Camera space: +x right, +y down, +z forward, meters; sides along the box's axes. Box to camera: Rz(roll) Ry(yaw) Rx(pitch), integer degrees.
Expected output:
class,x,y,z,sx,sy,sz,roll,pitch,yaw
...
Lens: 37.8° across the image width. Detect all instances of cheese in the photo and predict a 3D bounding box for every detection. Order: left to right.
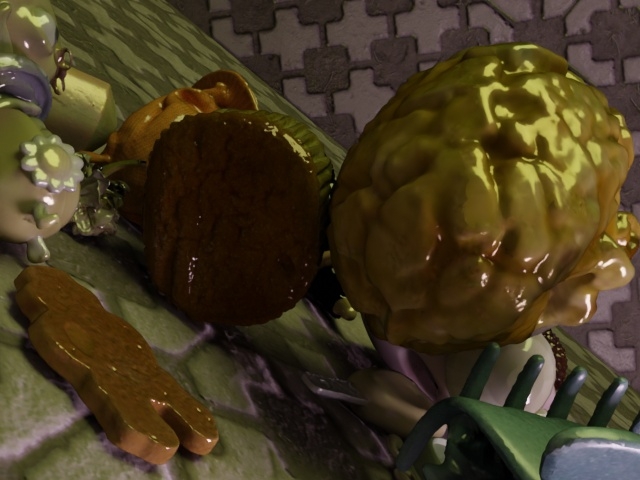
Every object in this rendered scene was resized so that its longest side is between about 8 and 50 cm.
class,x,y,z,sx,sy,sz,roll,pitch,yaw
cheese,0.062,0.204,1.209,0.251,0.054,0.127,24,16,-48

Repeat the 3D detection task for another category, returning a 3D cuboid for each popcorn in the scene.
class,x,y,z,sx,sy,sz,roll,pitch,yaw
popcorn,0.177,-0.047,1.079,0.344,0.354,0.390,-8,-7,43

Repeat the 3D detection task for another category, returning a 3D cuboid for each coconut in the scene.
class,x,y,z,sx,sy,sz,roll,pitch,yaw
coconut,-0.333,-0.172,1.261,0.122,0.116,0.116,27,16,-24

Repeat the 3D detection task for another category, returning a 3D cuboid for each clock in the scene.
class,x,y,z,sx,sy,sz,roll,pitch,yaw
clock,0.162,0.301,1.127,0.191,0.062,0.151,34,13,-17
clock,0.210,0.166,1.347,0.326,0.184,0.342,46,-5,35

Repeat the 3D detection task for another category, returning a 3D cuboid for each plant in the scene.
class,x,y,z,sx,sy,sz,roll,pitch,yaw
plant,-0.265,-0.065,1.085,0.116,0.122,0.104,37,23,-41

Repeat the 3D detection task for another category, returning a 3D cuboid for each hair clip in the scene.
class,x,y,z,sx,sy,sz,roll,pitch,yaw
hair clip,0.265,0.262,0.957,0.318,0.392,0.238,15,23,-21

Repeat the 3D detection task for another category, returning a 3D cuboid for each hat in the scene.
class,x,y,z,sx,sy,sz,roll,pitch,yaw
hat,-0.218,-0.113,1.228,0.233,0.244,0.233,38,24,33

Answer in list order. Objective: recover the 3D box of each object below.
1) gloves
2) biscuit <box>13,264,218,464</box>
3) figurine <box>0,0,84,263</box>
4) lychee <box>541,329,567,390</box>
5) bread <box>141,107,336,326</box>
class,x,y,z,sx,sy,sz,roll,pitch,yaw
gloves,-0.005,0.001,1.509,0.197,0.152,0.301,3,39,-34
biscuit,-0.194,0.110,0.849,0.236,0.040,0.144,42,6,20
figurine,-0.375,-0.138,0.987,0.274,0.227,0.394,-13,58,-34
lychee,0.342,0.205,1.689,0.188,0.188,0.188,37,13,-10
bread,-0.101,-0.031,1.107,0.227,0.253,0.142,12,9,5
